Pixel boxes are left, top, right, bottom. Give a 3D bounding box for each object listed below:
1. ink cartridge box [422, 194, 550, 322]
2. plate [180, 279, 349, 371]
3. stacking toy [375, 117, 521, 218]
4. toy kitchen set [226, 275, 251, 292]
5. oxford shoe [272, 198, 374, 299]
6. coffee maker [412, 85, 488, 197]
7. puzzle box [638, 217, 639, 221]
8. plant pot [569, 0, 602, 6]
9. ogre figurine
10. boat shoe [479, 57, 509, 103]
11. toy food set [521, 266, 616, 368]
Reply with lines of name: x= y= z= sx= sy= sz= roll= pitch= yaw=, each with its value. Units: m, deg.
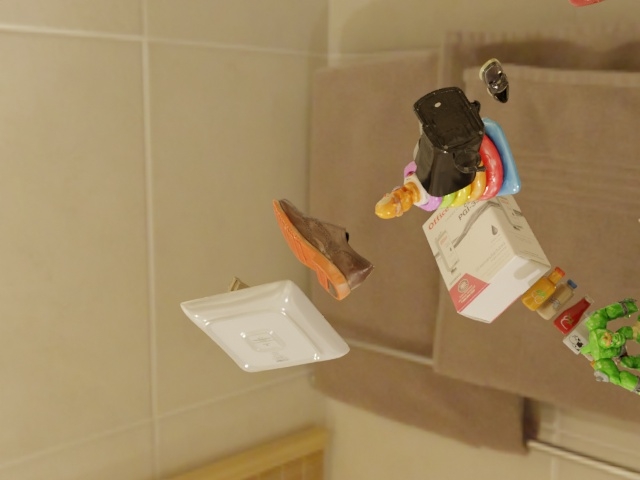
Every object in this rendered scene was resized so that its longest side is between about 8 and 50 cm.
ink cartridge box: x=0.371 y=0.012 z=1.862 sx=0.117 sy=0.207 sz=0.283 roll=18 pitch=-143 yaw=-31
plate: x=-0.117 y=0.199 z=1.717 sx=0.277 sy=0.278 sz=0.045 roll=-14 pitch=-134 yaw=25
stacking toy: x=0.229 y=-0.117 z=1.614 sx=0.301 sy=0.166 sz=0.175 roll=-26 pitch=-171 yaw=-23
toy kitchen set: x=-0.190 y=0.138 z=1.979 sx=0.075 sy=0.068 sz=0.083 roll=27 pitch=-179 yaw=-19
oxford shoe: x=0.000 y=0.000 z=2.114 sx=0.132 sy=0.130 sz=0.364 roll=-33 pitch=-123 yaw=-13
coffee maker: x=0.223 y=-0.151 z=1.430 sx=0.120 sy=0.171 sz=0.178 roll=-2 pitch=155 yaw=4
puzzle box: x=0.641 y=0.099 z=1.233 sx=0.052 sy=0.272 sz=0.409 roll=-41 pitch=147 yaw=21
plant pot: x=0.681 y=-0.668 z=1.932 sx=0.174 sy=0.191 sz=0.191 roll=-2 pitch=-174 yaw=36
ogre figurine: x=0.575 y=0.207 z=1.565 sx=0.118 sy=0.197 sz=0.097 roll=2 pitch=174 yaw=-10
boat shoe: x=0.392 y=-0.351 z=1.792 sx=0.049 sy=0.056 sz=0.152 roll=54 pitch=-169 yaw=25
toy food set: x=0.546 y=0.165 z=1.705 sx=0.232 sy=0.104 sz=0.111 roll=45 pitch=-165 yaw=14
